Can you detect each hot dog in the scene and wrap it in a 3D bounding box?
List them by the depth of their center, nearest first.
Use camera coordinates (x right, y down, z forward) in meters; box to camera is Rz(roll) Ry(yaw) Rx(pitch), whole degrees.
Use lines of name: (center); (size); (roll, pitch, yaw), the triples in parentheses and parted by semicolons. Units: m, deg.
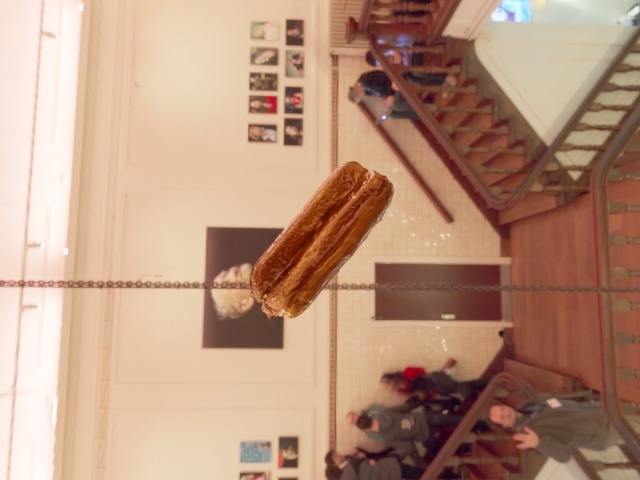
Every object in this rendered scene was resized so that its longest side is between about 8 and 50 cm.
hot dog: (0.000, 0.000, 0.438); (0.165, 0.071, 0.045); (-51, -38, -10)
